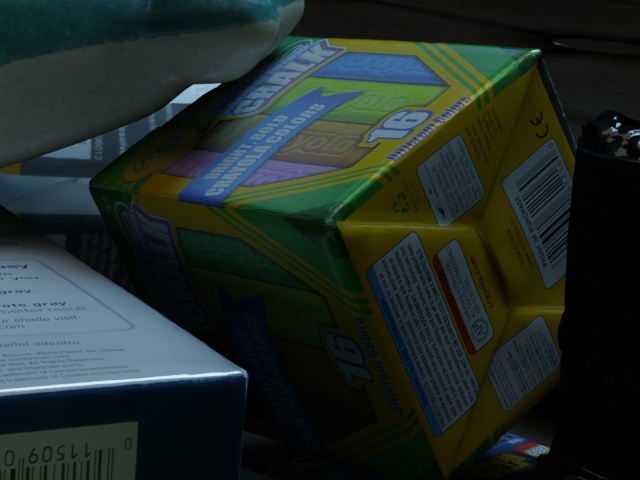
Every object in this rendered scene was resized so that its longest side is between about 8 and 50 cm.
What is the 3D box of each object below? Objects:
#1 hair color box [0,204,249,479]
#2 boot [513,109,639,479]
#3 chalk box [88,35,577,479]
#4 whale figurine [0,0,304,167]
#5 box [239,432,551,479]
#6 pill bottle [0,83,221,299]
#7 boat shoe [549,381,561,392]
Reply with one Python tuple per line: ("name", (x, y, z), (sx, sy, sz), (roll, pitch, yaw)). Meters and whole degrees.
("hair color box", (-0.185, 0.054, 0.782), (0.174, 0.105, 0.347), (-2, 16, -30))
("boot", (0.083, 0.061, 0.654), (0.094, 0.207, 0.246), (18, 19, 40))
("chalk box", (0.000, 0.000, 0.830), (0.132, 0.132, 0.213), (-40, 29, -29))
("whale figurine", (-0.149, -0.103, 0.830), (0.272, 0.141, 0.216), (-9, 11, 11))
("box", (0.034, 0.105, 0.826), (0.094, 0.027, 0.137), (14, 16, 37))
("pill bottle", (-0.072, -0.030, 1.054), (0.278, 0.162, 0.162), (2, 14, -18))
("boat shoe", (0.123, 0.005, 1.093), (0.104, 0.110, 0.307), (1, 15, -16))
